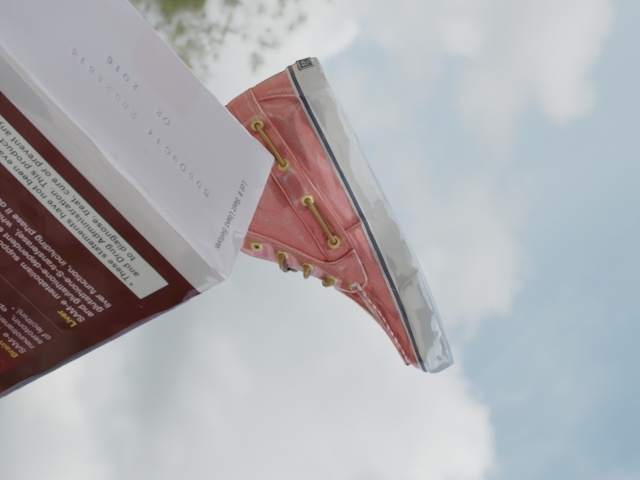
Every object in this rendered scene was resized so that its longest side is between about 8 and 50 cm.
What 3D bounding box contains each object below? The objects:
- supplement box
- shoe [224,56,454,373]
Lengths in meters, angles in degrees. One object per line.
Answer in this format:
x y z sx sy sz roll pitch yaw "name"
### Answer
-0.150 -0.004 0.585 0.239 0.130 0.073 -27 -153 31 "supplement box"
0.000 0.000 0.841 0.081 0.178 0.063 -26 -174 5 "shoe"
